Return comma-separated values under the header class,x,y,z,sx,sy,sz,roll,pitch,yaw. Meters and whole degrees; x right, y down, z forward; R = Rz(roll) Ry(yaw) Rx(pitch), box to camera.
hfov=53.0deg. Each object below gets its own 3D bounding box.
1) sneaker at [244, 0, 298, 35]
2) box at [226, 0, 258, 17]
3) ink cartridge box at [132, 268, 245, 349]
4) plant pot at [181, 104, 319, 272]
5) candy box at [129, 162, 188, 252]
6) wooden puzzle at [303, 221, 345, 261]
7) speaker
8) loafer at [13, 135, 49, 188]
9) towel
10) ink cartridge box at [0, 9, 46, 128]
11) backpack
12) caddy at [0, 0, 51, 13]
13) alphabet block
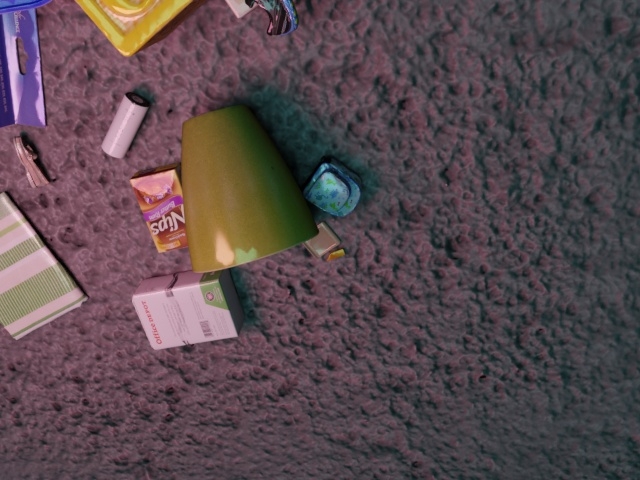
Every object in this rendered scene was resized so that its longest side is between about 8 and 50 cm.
class,x,y,z,sx,sy,sz,roll,pitch,yaw
sneaker,-0.102,-0.441,1.102,0.078,0.067,0.188,-22,115,7
box,-0.175,-0.575,1.149,0.148,0.121,0.311,-32,110,17
ink cartridge box,-0.313,0.159,1.535,0.219,0.093,0.160,-10,114,10
plant pot,-0.174,-0.117,1.316,0.274,0.275,0.294,-15,98,12
candy box,-0.341,-0.072,1.449,0.109,0.053,0.187,-12,116,10
wooden puzzle,0.000,0.000,1.475,0.078,0.014,0.116,-29,110,13
speaker,-0.417,-0.244,1.370,0.055,0.055,0.136,30,115,-9
loafer,-0.644,-0.178,1.434,0.039,0.045,0.125,-14,122,-7
towel,-0.753,0.069,1.565,0.247,0.038,0.325,-26,109,15
ink cartridge box,-0.741,-0.387,1.324,0.307,0.072,0.304,7,115,4
backpack,0.029,-0.108,1.380,0.114,0.084,0.105,31,117,-13
caddy,-0.607,-0.543,1.139,0.341,0.179,0.241,-14,136,-11
alphabet block,-0.321,-0.477,1.169,0.193,0.197,0.192,-36,108,19
